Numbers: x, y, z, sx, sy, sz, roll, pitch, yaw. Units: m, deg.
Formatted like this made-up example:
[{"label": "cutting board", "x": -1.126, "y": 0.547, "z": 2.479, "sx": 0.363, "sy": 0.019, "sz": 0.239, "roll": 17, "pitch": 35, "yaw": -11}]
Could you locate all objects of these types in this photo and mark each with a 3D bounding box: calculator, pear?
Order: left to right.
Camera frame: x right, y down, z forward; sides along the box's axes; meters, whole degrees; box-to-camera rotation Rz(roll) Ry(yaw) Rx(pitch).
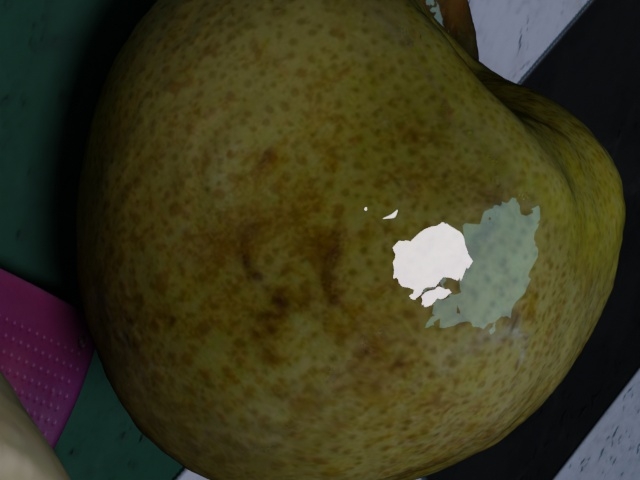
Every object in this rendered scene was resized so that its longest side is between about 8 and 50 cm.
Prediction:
[{"label": "calculator", "x": -0.168, "y": 0.100, "z": 0.776, "sx": 0.190, "sy": 0.034, "sz": 0.126, "roll": -59, "pitch": 148, "yaw": -2}, {"label": "pear", "x": 0.000, "y": 0.000, "z": 0.775, "sx": 0.211, "sy": 0.228, "sz": 0.188, "roll": -49, "pitch": -172, "yaw": 13}]

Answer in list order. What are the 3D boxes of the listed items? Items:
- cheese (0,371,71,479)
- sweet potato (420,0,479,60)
[{"label": "cheese", "x": -0.193, "y": 0.137, "z": 0.663, "sx": 0.218, "sy": 0.117, "sz": 0.235, "roll": 23, "pitch": 96, "yaw": -41}, {"label": "sweet potato", "x": 0.042, "y": -0.099, "z": 0.887, "sx": 0.075, "sy": 0.075, "sz": 0.273, "roll": -32, "pitch": 133, "yaw": -37}]
